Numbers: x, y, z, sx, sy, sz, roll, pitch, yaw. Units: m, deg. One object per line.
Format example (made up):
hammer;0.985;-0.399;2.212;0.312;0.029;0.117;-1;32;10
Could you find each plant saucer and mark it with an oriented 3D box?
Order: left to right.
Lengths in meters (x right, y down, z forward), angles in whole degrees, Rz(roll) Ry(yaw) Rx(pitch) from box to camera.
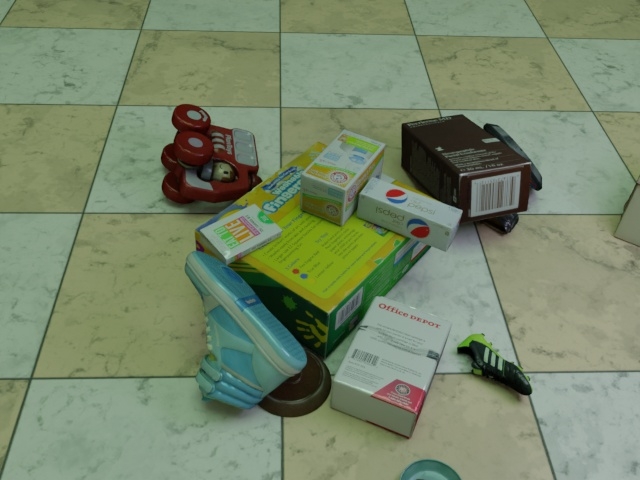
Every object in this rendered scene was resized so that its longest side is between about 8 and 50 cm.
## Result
plant saucer;-0.061;0.275;1.357;0.168;0.029;0.168;1;43;-1
plant saucer;0.197;0.447;1.197;0.119;0.021;0.119;2;44;-2

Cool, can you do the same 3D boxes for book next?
book;-0.167;-0.012;1.416;0.144;0.035;0.096;-30;58;-31

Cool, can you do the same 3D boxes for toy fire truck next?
toy fire truck;-0.277;-0.212;1.776;0.253;0.169;0.302;9;41;-22

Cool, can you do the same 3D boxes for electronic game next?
electronic game;0.514;-0.224;1.804;0.048;0.229;0.229;-39;47;12

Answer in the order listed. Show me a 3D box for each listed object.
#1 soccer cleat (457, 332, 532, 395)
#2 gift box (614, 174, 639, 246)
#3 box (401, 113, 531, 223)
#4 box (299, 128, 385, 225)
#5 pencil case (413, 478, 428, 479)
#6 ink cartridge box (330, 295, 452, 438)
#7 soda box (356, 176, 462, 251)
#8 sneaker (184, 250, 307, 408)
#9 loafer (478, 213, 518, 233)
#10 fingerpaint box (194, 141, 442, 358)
soccer cleat;0.355;0.263;1.382;0.072;0.060;0.179;-30;45;-18
gift box;0.922;-0.120;1.670;0.276;0.258;0.255;20;46;18
box;0.362;-0.196;1.736;0.191;0.143;0.381;-11;29;-12
box;0.050;-0.143;1.512;0.114;0.103;0.203;23;47;19
pencil case;0.318;0.480;1.063;0.386;0.160;0.167;5;61;3
ink cartridge box;0.143;0.246;1.348;0.172;0.100;0.237;19;46;15
soda box;0.190;-0.058;1.458;0.216;0.074;0.069;23;47;17
sneaker;-0.199;0.187;1.299;0.319;0.208;0.127;47;12;18
loafer;0.420;-0.071;1.730;0.170;0.062;0.061;24;52;22
fingerpaint box;0.000;0.000;1.553;0.371;0.163;0.445;29;49;23
